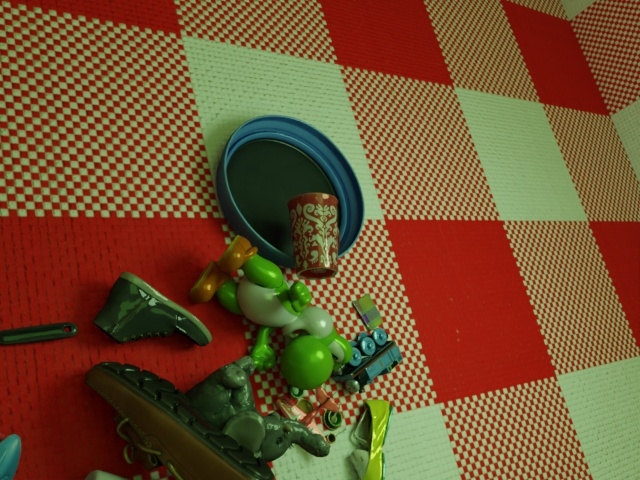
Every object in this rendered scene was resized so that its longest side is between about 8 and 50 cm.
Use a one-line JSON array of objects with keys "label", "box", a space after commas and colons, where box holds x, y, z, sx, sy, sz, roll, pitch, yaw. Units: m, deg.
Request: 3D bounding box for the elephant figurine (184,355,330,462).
[{"label": "elephant figurine", "box": [-0.135, 0.351, 1.211, 0.239, 0.186, 0.169, 58, 23, 11]}]

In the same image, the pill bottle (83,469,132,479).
[{"label": "pill bottle", "box": [-0.288, 0.471, 1.061, 0.229, 0.131, 0.131, 28, 53, -22]}]

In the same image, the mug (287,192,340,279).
[{"label": "mug", "box": [0.003, -0.004, 1.438, 0.150, 0.113, 0.169, 10, 65, -31]}]

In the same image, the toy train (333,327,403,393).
[{"label": "toy train", "box": [0.105, 0.275, 1.493, 0.184, 0.080, 0.105, -29, 92, -42]}]

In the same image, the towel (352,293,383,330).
[{"label": "towel", "box": [0.117, 0.176, 1.597, 0.060, 0.009, 0.083, -29, 86, -43]}]

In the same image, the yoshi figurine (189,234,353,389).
[{"label": "yoshi figurine", "box": [-0.088, 0.171, 1.333, 0.362, 0.203, 0.203, 39, 74, -12]}]

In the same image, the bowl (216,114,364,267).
[{"label": "bowl", "box": [-0.071, -0.116, 1.564, 0.391, 0.077, 0.391, 17, 59, -30]}]

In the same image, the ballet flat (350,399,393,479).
[{"label": "ballet flat", "box": [0.106, 0.451, 1.414, 0.077, 0.077, 0.231, 17, 53, -4]}]

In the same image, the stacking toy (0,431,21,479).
[{"label": "stacking toy", "box": [-0.599, 0.286, 0.937, 0.302, 0.165, 0.175, 37, 50, 3]}]

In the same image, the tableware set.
[{"label": "tableware set", "box": [-0.004, 0.362, 1.401, 0.104, 0.024, 0.154, -21, 81, -41]}]

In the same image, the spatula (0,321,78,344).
[{"label": "spatula", "box": [-0.559, 0.162, 1.087, 0.296, 0.030, 0.084, -1, 66, -37]}]

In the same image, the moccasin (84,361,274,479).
[{"label": "moccasin", "box": [-0.259, 0.344, 1.109, 0.380, 0.139, 0.147, 35, 90, 9]}]

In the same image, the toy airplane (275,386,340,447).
[{"label": "toy airplane", "box": [-0.021, 0.365, 1.361, 0.151, 0.028, 0.151, 2, 73, -8]}]

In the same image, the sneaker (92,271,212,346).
[{"label": "sneaker", "box": [-0.321, 0.168, 1.245, 0.222, 0.083, 0.118, 39, 68, -23]}]
